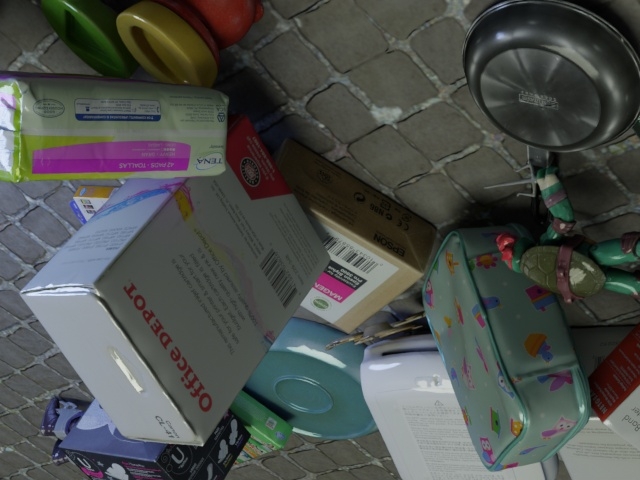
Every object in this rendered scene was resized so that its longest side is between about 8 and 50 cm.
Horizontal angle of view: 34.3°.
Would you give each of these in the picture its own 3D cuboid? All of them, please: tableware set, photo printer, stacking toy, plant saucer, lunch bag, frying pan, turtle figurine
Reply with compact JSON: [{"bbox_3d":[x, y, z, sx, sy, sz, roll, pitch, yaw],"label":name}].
[{"bbox_3d":[0.092,0.125,1.438,0.169,0.020,0.141,-13,170,-27],"label":"tableware set"},{"bbox_3d":[0.205,0.252,1.538,0.256,0.107,0.307,-3,136,22],"label":"photo printer"},{"bbox_3d":[-0.224,-0.306,1.114,0.309,0.130,0.279,50,160,-28],"label":"stacking toy"},{"bbox_3d":[-0.023,0.237,1.683,0.318,0.043,0.317,13,141,11],"label":"plant saucer"},{"bbox_3d":[0.218,0.127,1.262,0.108,0.279,0.224,-10,152,-11],"label":"lunch bag"},{"bbox_3d":[0.219,-0.130,1.124,0.197,0.053,0.326,30,147,3],"label":"frying pan"},{"bbox_3d":[0.287,0.013,1.133,0.234,0.118,0.175,13,155,35],"label":"turtle figurine"}]

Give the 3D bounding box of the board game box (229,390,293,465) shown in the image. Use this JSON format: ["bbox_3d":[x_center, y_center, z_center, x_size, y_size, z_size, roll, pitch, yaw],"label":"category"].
[{"bbox_3d":[-0.224,0.265,1.761,0.317,0.046,0.213,38,146,-13],"label":"board game box"}]

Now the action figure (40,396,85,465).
[{"bbox_3d":[-0.389,0.362,1.963,0.285,0.099,0.185,-3,129,22],"label":"action figure"}]

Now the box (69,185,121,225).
[{"bbox_3d":[-0.290,-0.041,1.484,0.136,0.028,0.081,5,140,23],"label":"box"}]

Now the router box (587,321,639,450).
[{"bbox_3d":[0.521,0.165,1.184,0.335,0.082,0.301,35,103,-18],"label":"router box"}]

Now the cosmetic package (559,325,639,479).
[{"bbox_3d":[0.452,0.289,1.434,0.197,0.155,0.365,-4,136,27],"label":"cosmetic package"}]

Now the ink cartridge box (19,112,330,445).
[{"bbox_3d":[-0.147,0.038,1.152,0.131,0.306,0.226,-5,125,39],"label":"ink cartridge box"}]

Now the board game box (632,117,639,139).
[{"bbox_3d":[0.401,-0.113,1.079,0.126,0.026,0.186,-17,128,40],"label":"board game box"}]

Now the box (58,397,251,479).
[{"bbox_3d":[-0.268,0.321,1.677,0.247,0.163,0.142,-2,133,40],"label":"box"}]

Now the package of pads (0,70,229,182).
[{"bbox_3d":[-0.268,-0.121,1.074,0.229,0.101,0.296,-4,-168,-37],"label":"package of pads"}]

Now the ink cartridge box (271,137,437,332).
[{"bbox_3d":[0.000,0.000,1.351,0.235,0.088,0.193,30,140,-13],"label":"ink cartridge box"}]
